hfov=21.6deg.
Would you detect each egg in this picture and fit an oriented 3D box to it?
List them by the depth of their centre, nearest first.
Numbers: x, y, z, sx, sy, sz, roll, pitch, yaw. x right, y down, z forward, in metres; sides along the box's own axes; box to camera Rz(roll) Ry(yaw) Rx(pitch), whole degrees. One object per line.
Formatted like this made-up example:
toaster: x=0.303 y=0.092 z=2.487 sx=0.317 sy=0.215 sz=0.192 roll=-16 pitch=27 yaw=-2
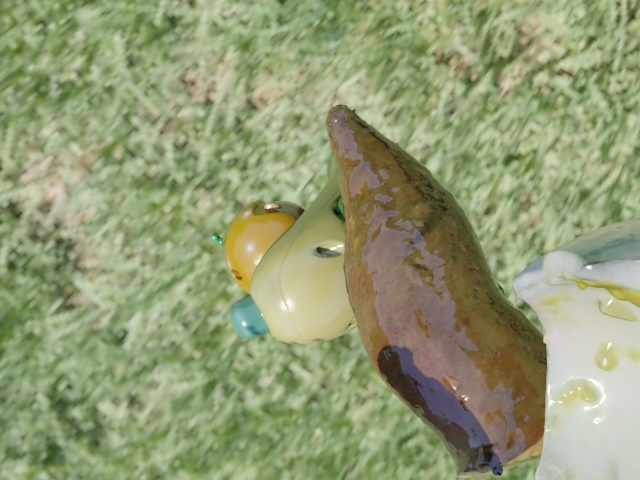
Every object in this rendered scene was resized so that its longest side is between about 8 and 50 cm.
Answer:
egg: x=0.239 y=0.088 z=1.132 sx=0.206 sy=0.162 sz=0.271 roll=-8 pitch=116 yaw=3

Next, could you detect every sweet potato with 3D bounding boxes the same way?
sweet potato: x=0.080 y=0.041 z=1.334 sx=0.131 sy=0.131 sz=0.336 roll=-45 pitch=70 yaw=36

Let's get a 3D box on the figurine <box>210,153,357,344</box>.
figurine: x=0.000 y=0.000 z=1.712 sx=0.222 sy=0.324 sz=0.124 roll=-19 pitch=113 yaw=17
